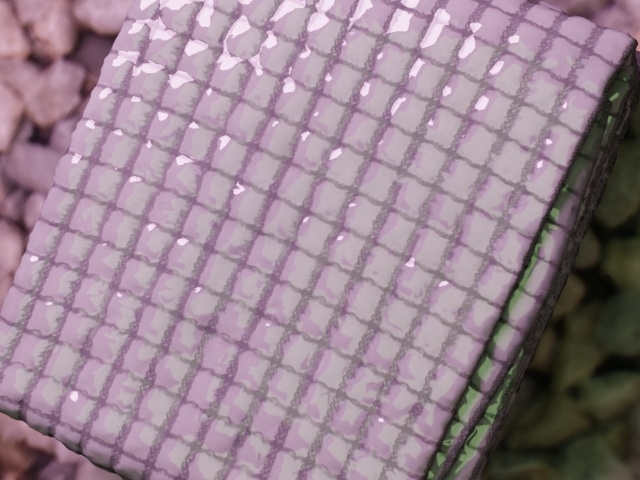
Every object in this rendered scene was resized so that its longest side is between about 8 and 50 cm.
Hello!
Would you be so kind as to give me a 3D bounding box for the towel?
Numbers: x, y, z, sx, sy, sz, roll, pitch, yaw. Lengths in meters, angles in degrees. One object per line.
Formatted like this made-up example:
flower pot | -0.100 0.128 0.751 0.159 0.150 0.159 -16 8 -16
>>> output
towel | 0.000 0.000 0.835 0.235 0.121 0.283 24 93 13
